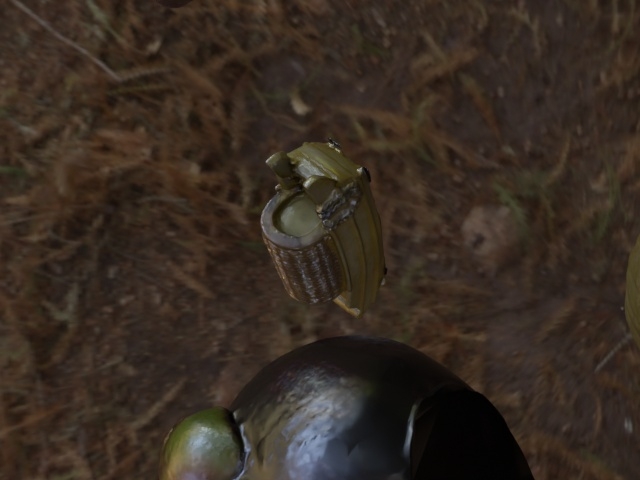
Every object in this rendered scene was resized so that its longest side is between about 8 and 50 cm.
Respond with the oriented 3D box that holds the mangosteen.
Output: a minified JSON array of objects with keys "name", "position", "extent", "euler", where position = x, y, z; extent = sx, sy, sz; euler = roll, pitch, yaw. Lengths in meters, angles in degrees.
[{"name":"mangosteen","position":[0.015,0.205,0.947],"extent":[0.233,0.287,0.288],"euler":[-13,84,38]}]

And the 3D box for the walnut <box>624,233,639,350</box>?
[{"name":"walnut","position":[0.360,0.044,1.053],"extent":[0.227,0.283,0.283],"euler":[-19,81,-30]}]

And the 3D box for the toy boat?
[{"name":"toy boat","position":[0.000,0.000,1.479],"extent":[0.089,0.310,0.115],"euler":[38,72,24]}]

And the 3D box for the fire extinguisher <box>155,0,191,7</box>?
[{"name":"fire extinguisher","position":[-0.114,-0.323,1.496],"extent":[0.231,0.099,0.071],"euler":[-20,70,49]}]
